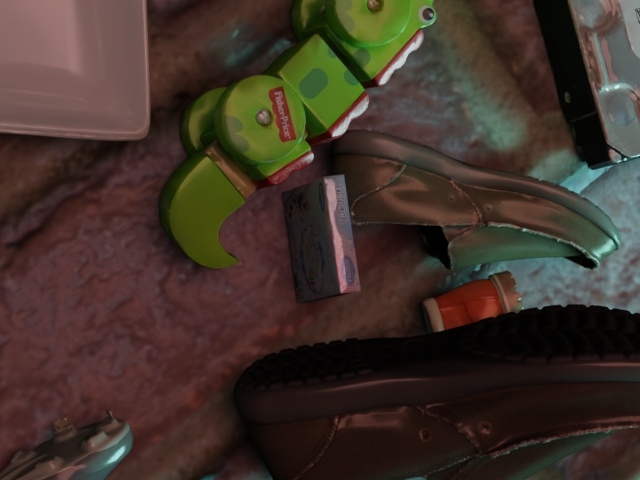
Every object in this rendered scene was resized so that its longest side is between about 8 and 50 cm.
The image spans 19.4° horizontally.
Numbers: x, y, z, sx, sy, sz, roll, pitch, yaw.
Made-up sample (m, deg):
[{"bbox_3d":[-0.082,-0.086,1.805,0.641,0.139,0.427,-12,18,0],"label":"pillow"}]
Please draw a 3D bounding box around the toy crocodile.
[{"bbox_3d":[-0.004,-0.122,1.454,0.105,0.115,0.340,47,72,-14],"label":"toy crocodile"}]

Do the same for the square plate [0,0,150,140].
[{"bbox_3d":[-0.298,-0.248,1.387,0.344,0.049,0.347,1,83,-21],"label":"square plate"}]

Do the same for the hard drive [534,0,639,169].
[{"bbox_3d":[0.290,-0.249,1.612,0.236,0.064,0.339,-14,89,-22],"label":"hard drive"}]

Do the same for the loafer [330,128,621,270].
[{"bbox_3d":[0.119,-0.015,1.507,0.251,0.094,0.087,16,83,-9],"label":"loafer"}]

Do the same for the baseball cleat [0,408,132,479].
[{"bbox_3d":[-0.214,0.213,1.363,0.206,0.072,0.109,-31,109,-17],"label":"baseball cleat"}]

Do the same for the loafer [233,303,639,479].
[{"bbox_3d":[0.122,0.135,1.437,0.365,0.134,0.130,-6,105,6],"label":"loafer"}]

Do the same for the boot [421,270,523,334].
[{"bbox_3d":[0.130,0.110,1.513,0.084,0.059,0.158,-14,89,-9],"label":"boot"}]

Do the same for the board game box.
[{"bbox_3d":[0.000,0.000,1.451,0.020,0.090,0.090,-6,86,-22],"label":"board game box"}]
